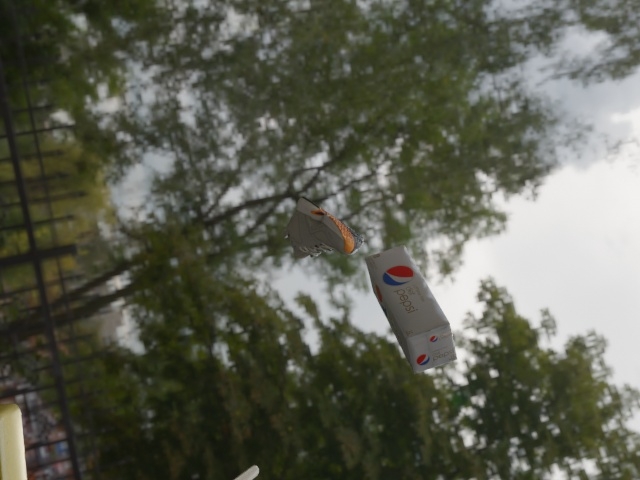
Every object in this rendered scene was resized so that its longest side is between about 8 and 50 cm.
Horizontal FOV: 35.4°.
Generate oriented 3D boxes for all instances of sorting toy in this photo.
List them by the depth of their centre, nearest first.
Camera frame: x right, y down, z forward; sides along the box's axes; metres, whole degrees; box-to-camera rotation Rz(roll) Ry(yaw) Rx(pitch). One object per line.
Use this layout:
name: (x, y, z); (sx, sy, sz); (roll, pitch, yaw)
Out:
sorting toy: (-0.227, 0.586, 2.206); (0.041, 0.229, 0.307); (51, 21, 9)

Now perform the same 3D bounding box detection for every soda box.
soda box: (0.132, 0.098, 1.493); (0.216, 0.069, 0.074); (-116, -172, -55)

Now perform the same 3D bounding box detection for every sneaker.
sneaker: (0.000, 0.000, 2.190); (0.121, 0.099, 0.262); (-56, -152, 2)

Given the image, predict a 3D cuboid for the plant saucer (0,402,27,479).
plant saucer: (-0.735, 0.480, 1.932); (0.081, 0.333, 0.332); (124, -42, -58)
